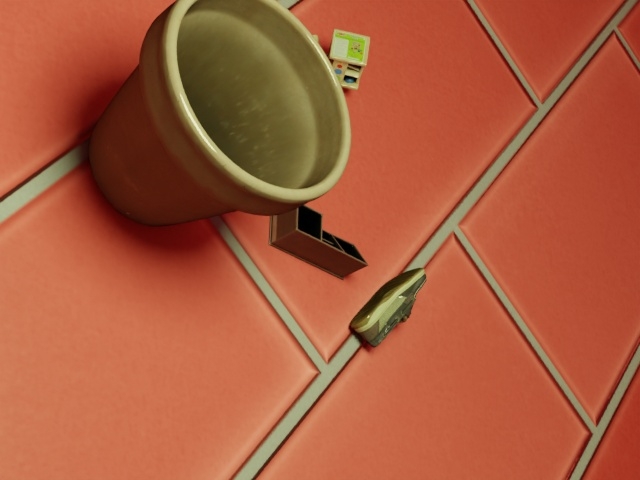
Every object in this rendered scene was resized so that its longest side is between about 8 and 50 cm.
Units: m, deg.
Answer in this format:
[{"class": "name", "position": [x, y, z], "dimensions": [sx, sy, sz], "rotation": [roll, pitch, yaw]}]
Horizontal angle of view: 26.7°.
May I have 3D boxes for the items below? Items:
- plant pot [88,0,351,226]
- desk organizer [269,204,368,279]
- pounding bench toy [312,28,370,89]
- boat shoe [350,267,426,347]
[{"class": "plant pot", "position": [-0.134, -0.124, 1.506], "dimensions": [0.263, 0.229, 0.263], "rotation": [23, 54, -37]}, {"class": "desk organizer", "position": [0.000, 0.000, 1.720], "dimensions": [0.130, 0.050, 0.047], "rotation": [26, 52, -36]}, {"class": "pounding bench toy", "position": [0.019, -0.252, 1.874], "dimensions": [0.083, 0.065, 0.052], "rotation": [12, 56, -7]}, {"class": "boat shoe", "position": [0.095, 0.088, 1.776], "dimensions": [0.152, 0.056, 0.049], "rotation": [-39, 104, -40]}]
